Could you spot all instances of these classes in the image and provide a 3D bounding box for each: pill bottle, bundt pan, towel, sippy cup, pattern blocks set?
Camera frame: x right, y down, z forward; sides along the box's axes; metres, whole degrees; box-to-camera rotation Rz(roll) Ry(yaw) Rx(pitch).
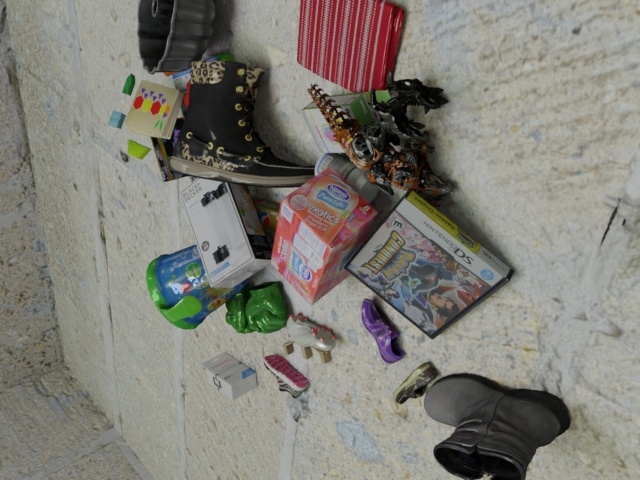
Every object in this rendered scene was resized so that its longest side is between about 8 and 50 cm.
[{"bbox_3d":[0.059,-0.137,1.328,0.137,0.078,0.078,34,131,35],"label":"pill bottle"},{"bbox_3d":[-0.356,-0.577,1.520,0.331,0.124,0.330,3,93,59],"label":"bundt pan"},{"bbox_3d":[0.051,-0.414,1.242,0.275,0.031,0.198,37,135,36],"label":"towel"},{"bbox_3d":[-0.336,0.106,1.739,0.224,0.240,0.305,-29,55,17],"label":"sippy cup"},{"bbox_3d":[-0.456,-0.360,1.674,0.325,0.026,0.285,33,97,33],"label":"pattern blocks set"}]

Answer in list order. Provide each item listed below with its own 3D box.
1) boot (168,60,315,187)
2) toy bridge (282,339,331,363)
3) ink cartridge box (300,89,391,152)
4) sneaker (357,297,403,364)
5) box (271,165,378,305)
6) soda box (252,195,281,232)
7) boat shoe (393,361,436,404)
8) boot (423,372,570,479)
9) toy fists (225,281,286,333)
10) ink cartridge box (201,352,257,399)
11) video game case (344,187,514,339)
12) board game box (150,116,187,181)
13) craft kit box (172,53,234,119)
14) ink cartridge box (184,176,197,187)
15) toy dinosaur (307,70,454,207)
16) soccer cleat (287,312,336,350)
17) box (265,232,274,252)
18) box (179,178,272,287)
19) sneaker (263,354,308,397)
[{"bbox_3d":[-0.176,-0.276,1.463,0.378,0.138,0.284,10,94,18],"label":"boot"},{"bbox_3d":[-0.042,0.301,1.703,0.188,0.026,0.063,-1,106,50],"label":"toy bridge"},{"bbox_3d":[0.064,-0.243,1.256,0.209,0.062,0.109,9,135,47],"label":"ink cartridge box"},{"bbox_3d":[0.146,0.208,1.423,0.071,0.068,0.169,-22,99,37],"label":"sneaker"},{"bbox_3d":[0.000,0.000,1.344,0.154,0.142,0.300,46,154,16],"label":"box"},{"bbox_3d":[-0.144,-0.069,1.617,0.181,0.058,0.061,18,120,45],"label":"soda box"},{"bbox_3d":[0.216,0.340,1.395,0.049,0.056,0.152,52,139,27],"label":"boat shoe"},{"bbox_3d":[0.286,0.364,1.188,0.338,0.223,0.118,-14,98,51],"label":"boot"},{"bbox_3d":[-0.196,0.207,1.784,0.279,0.096,0.142,-12,100,50],"label":"toy fists"},{"bbox_3d":[-0.306,0.450,2.025,0.180,0.104,0.060,19,123,44],"label":"ink cartridge box"},{"bbox_3d":[0.204,0.059,1.218,0.248,0.035,0.275,39,139,3],"label":"video game case"},{"bbox_3d":[-0.410,-0.269,1.764,0.048,0.141,0.170,-1,107,51],"label":"board game box"},{"bbox_3d":[-0.297,-0.360,1.659,0.250,0.061,0.246,3,107,49],"label":"craft kit box"},{"bbox_3d":[-0.395,-0.172,1.885,0.083,0.028,0.048,50,138,22],"label":"ink cartridge box"},{"bbox_3d":[0.116,-0.184,1.143,0.218,0.322,0.164,127,158,-51],"label":"toy dinosaur"},{"bbox_3d":[-0.024,0.260,1.628,0.196,0.068,0.076,25,113,50],"label":"soccer cleat"},{"bbox_3d":[-0.200,-0.001,1.674,0.178,0.109,0.042,44,134,27],"label":"box"},{"bbox_3d":[-0.249,-0.040,1.588,0.169,0.087,0.289,-31,69,28],"label":"box"},{"bbox_3d":[-0.111,0.408,1.806,0.170,0.063,0.074,32,124,30],"label":"sneaker"}]
